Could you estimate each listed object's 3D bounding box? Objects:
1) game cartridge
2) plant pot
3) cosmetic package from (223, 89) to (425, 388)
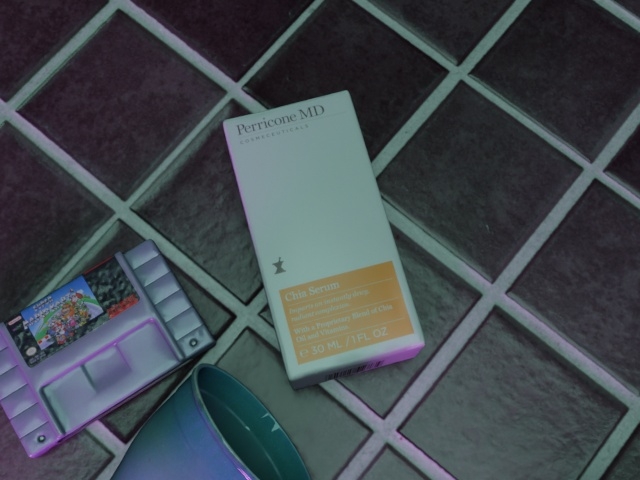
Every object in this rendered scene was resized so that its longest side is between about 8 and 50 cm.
[{"bbox_3d":[-0.387,0.176,1.388,0.355,0.068,0.230,-32,81,-8],"label":"game cartridge"},{"bbox_3d":[-0.192,0.373,1.241,0.255,0.271,0.272,-41,78,5],"label":"plant pot"},{"bbox_3d":[0.000,0.000,1.383,0.230,0.161,0.453,-15,74,-4],"label":"cosmetic package"}]
